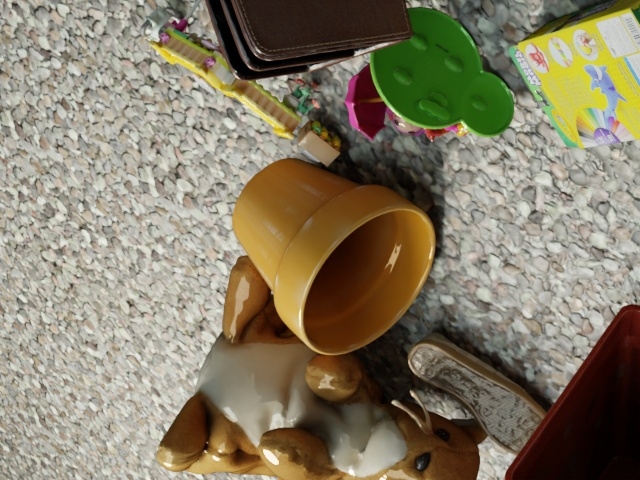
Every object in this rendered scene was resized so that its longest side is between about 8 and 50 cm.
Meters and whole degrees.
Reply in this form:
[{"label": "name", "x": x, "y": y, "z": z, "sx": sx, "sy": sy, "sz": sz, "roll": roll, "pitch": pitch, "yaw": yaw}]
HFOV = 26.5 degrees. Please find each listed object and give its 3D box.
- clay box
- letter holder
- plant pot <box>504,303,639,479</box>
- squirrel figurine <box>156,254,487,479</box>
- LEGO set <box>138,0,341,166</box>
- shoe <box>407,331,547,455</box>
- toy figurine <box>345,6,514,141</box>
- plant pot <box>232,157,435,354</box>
[{"label": "clay box", "x": 0.273, "y": -0.157, "z": 1.277, "sx": 0.127, "sy": 0.053, "sz": 0.222, "roll": 57, "pitch": 162, "yaw": -12}, {"label": "letter holder", "x": -0.066, "y": -0.312, "z": 1.297, "sx": 0.152, "sy": 0.214, "sz": 0.302, "roll": -11, "pitch": 94, "yaw": 49}, {"label": "plant pot", "x": 0.366, "y": 0.281, "z": 1.458, "sx": 0.267, "sy": 0.267, "sz": 0.235, "roll": 30, "pitch": 150, "yaw": 22}, {"label": "squirrel figurine", "x": 0.029, "y": 0.253, "z": 1.777, "sx": 0.370, "sy": 0.281, "sz": 0.397, "roll": 19, "pitch": 162, "yaw": 11}, {"label": "LEGO set", "x": -0.081, "y": -0.211, "z": 1.600, "sx": 0.287, "sy": 0.107, "sz": 0.132, "roll": 33, "pitch": 175, "yaw": 11}, {"label": "shoe", "x": 0.208, "y": 0.188, "z": 1.682, "sx": 0.219, "sy": 0.058, "sz": 0.076, "roll": 38, "pitch": 113, "yaw": 6}, {"label": "toy figurine", "x": 0.099, "y": -0.153, "z": 1.465, "sx": 0.173, "sy": 0.130, "sz": 0.159, "roll": 29, "pitch": 160, "yaw": -15}, {"label": "plant pot", "x": 0.000, "y": 0.000, "z": 1.615, "sx": 0.188, "sy": 0.205, "sz": 0.205, "roll": 40, "pitch": 145, "yaw": 36}]
